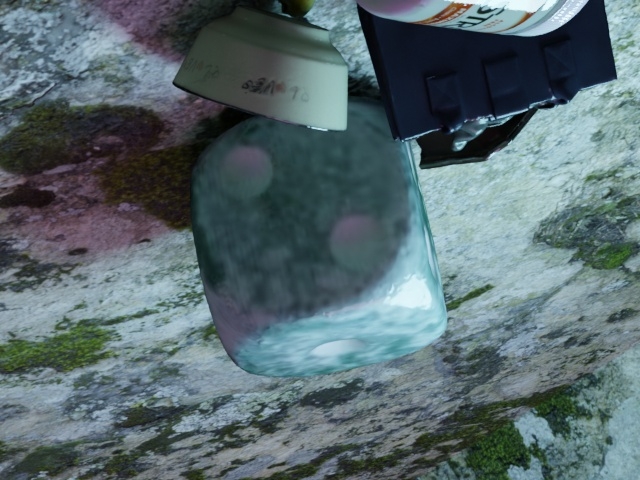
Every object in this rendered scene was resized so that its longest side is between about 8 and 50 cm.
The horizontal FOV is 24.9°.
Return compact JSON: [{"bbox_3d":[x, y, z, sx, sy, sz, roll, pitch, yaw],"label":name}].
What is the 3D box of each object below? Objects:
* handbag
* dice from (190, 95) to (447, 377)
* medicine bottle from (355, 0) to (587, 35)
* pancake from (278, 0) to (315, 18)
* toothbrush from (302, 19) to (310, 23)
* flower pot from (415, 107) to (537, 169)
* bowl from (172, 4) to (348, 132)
[{"bbox_3d":[0.226,-0.263,1.964,0.326,0.269,0.118,-15,-170,-8],"label":"handbag"},{"bbox_3d":[0.000,0.000,2.176,0.330,0.348,0.328,-11,160,6],"label":"dice"},{"bbox_3d":[0.174,-0.374,1.702,0.241,0.252,0.252,0,147,-37],"label":"medicine bottle"},{"bbox_3d":[-0.105,-0.358,1.756,0.197,0.054,0.376,-32,151,24],"label":"pancake"},{"bbox_3d":[0.006,-0.207,2.147,0.040,0.040,0.386,-20,155,-1],"label":"toothbrush"},{"bbox_3d":[0.220,-0.200,2.146,0.179,0.084,0.251,-50,-162,-18],"label":"flower pot"},{"bbox_3d":[-0.064,-0.229,1.884,0.238,0.238,0.126,6,105,-43],"label":"bowl"}]
